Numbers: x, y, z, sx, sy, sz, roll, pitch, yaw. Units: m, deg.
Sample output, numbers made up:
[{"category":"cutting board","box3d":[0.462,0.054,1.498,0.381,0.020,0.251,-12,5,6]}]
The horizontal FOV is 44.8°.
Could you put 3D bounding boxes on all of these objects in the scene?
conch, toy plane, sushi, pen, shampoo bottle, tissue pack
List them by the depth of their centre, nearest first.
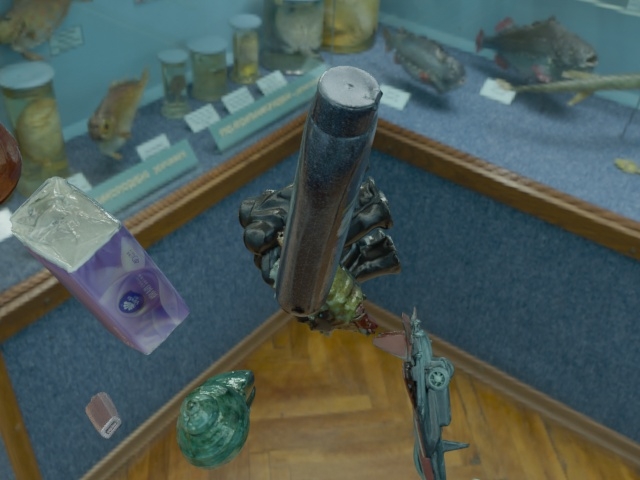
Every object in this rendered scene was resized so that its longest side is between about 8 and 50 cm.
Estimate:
[{"category":"shampoo bottle","box3d":[0.002,-0.030,0.593,0.049,0.233,0.087,15,53,1]},{"category":"sushi","box3d":[0.001,0.080,1.168,0.226,0.103,0.097,43,21,-21]},{"category":"toy plane","box3d":[0.175,0.269,1.243,0.104,0.326,0.223,-18,-5,14]},{"category":"conch","box3d":[-0.194,0.320,1.425,0.134,0.202,0.196,12,73,-3]},{"category":"pen","box3d":[-0.400,0.315,1.425,0.053,0.032,0.197,-51,22,-11]},{"category":"tissue pack","box3d":[-0.445,0.056,1.578,0.242,0.338,0.160,30,69,34]}]

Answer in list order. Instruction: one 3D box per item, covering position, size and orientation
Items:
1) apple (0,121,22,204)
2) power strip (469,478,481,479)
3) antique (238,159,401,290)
[{"category":"apple","box3d":[-0.436,-0.095,0.867,0.181,0.181,0.168,26,62,26]},{"category":"power strip","box3d":[0.180,0.576,1.522,0.091,0.385,0.062,48,30,-11]},{"category":"antique","box3d":[0.000,0.000,1.377,0.255,0.322,0.185,-14,53,-1]}]
